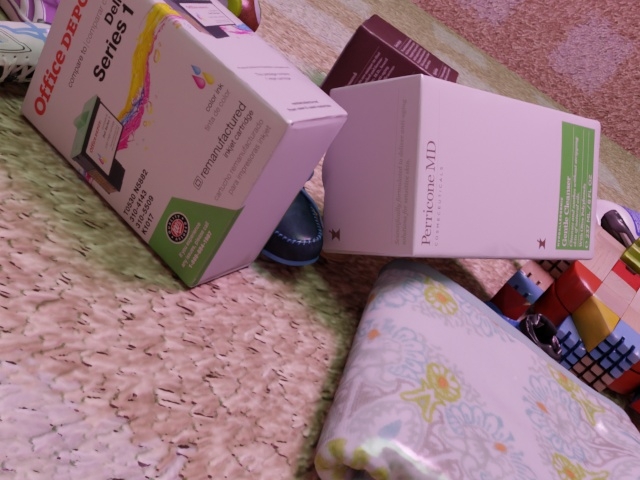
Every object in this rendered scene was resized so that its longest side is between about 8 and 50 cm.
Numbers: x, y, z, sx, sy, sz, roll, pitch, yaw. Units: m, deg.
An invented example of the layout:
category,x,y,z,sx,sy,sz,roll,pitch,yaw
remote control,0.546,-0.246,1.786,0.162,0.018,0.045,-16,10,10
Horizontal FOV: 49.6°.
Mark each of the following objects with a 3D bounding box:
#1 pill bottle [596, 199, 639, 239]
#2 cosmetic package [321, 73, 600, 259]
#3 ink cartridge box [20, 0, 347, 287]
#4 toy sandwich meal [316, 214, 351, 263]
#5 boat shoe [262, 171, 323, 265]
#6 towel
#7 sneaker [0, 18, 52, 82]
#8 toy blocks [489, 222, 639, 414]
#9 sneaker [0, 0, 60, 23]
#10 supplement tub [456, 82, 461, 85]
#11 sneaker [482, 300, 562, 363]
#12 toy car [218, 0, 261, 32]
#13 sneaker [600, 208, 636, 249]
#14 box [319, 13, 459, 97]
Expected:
category,x,y,z,sx,sy,sz,roll,pitch,yaw
pill bottle,0.557,0.005,1.339,0.271,0.152,0.152,13,35,-37
cosmetic package,0.186,-0.074,0.865,0.365,0.197,0.155,0,2,-41
ink cartridge box,-0.145,-0.127,0.688,0.278,0.201,0.117,43,29,15
toy sandwich meal,0.000,0.000,0.847,0.085,0.029,0.086,27,31,-19
boat shoe,-0.075,-0.079,0.804,0.108,0.089,0.258,-9,46,-37
towel,0.189,0.199,0.682,0.374,0.090,0.320,34,27,-3
sneaker,-0.337,-0.189,0.717,0.237,0.085,0.086,-3,72,-55
toy blocks,0.424,0.119,1.020,0.381,0.191,0.260,44,40,14
sneaker,-0.314,-0.323,0.854,0.282,0.161,0.102,44,27,12
supplement tub,0.296,-0.238,1.431,0.199,0.144,0.144,7,39,-43
sneaker,0.259,0.116,0.896,0.058,0.085,0.152,22,30,-25
toy car,-0.110,-0.280,1.057,0.188,0.149,0.155,44,16,-10
sneaker,0.483,0.052,1.190,0.229,0.132,0.086,52,21,-38
box,0.125,-0.284,1.282,0.203,0.167,0.168,35,28,-2
